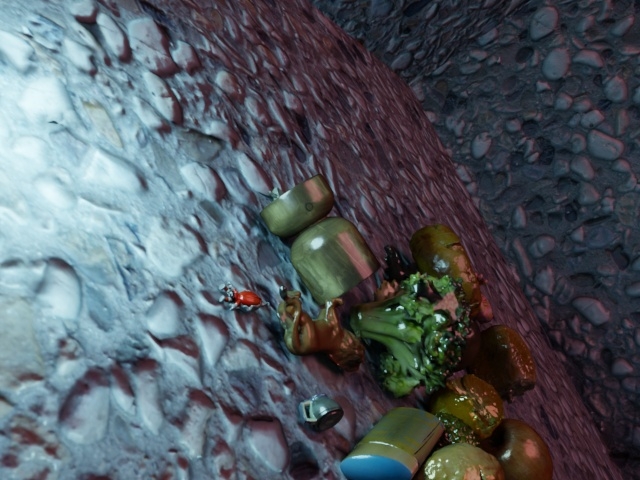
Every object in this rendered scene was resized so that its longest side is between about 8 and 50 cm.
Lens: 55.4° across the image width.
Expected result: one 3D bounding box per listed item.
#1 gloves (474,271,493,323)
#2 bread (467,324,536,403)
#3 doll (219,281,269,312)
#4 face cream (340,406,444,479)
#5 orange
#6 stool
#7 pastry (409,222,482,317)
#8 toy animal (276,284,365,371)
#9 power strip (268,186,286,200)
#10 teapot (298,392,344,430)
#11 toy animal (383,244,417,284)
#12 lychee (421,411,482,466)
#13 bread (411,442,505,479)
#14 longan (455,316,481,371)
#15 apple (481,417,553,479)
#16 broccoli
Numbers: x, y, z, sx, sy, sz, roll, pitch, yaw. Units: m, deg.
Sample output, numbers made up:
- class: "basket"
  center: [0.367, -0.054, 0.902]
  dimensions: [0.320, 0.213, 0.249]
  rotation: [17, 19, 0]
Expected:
- class: "gloves"
  center: [0.586, 0.217, 2.342]
  dimensions: [0.241, 0.126, 0.145]
  rotation: [48, 52, -27]
- class: "bread"
  center: [0.607, 0.428, 2.032]
  dimensions: [0.176, 0.195, 0.246]
  rotation: [26, 40, -39]
- class: "doll"
  center: [-0.148, 0.118, 1.188]
  dimensions: [0.114, 0.039, 0.057]
  rotation: [22, 12, -37]
- class: "face cream"
  center: [0.158, 0.429, 1.278]
  dimensions: [0.285, 0.139, 0.067]
  rotation: [-11, 104, -64]
- class: "orange"
  center: [0.375, 0.451, 1.612]
  dimensions: [0.179, 0.158, 0.237]
  rotation: [51, 21, 18]
- class: "stool"
  center: [0.000, 0.000, 1.436]
  dimensions: [0.264, 0.179, 0.179]
  rotation: [58, 24, 0]
- class: "pastry"
  center: [0.407, 0.109, 1.990]
  dimensions: [0.356, 0.164, 0.356]
  rotation: [-24, 90, -87]
- class: "toy animal"
  center: [0.001, 0.201, 1.304]
  dimensions: [0.312, 0.097, 0.157]
  rotation: [18, 51, -52]
- class: "power strip"
  center: [-0.057, -0.081, 1.609]
  dimensions: [0.253, 0.027, 0.060]
  rotation: [26, 40, -49]
- class: "teapot"
  center: [-0.003, 0.332, 1.184]
  dimensions: [0.088, 0.066, 0.057]
  rotation: [1, 36, -36]
- class: "toy animal"
  center: [0.262, 0.124, 1.850]
  dimensions: [0.245, 0.114, 0.146]
  rotation: [47, 23, -15]
- class: "lychee"
  center: [0.297, 0.484, 1.434]
  dimensions: [0.171, 0.171, 0.171]
  rotation: [42, 28, -29]
- class: "bread"
  center: [0.291, 0.533, 1.258]
  dimensions: [0.244, 0.244, 0.134]
  rotation: [36, -2, -39]
- class: "longan"
  center: [0.388, 0.297, 1.805]
  dimensions: [0.189, 0.189, 0.189]
  rotation: [42, 28, -29]
- class: "apple"
  center: [0.513, 0.593, 1.644]
  dimensions: [0.188, 0.211, 0.211]
  rotation: [46, 26, -18]
- class: "broccoli"
  center: [0.218, 0.196, 1.533]
  dimensions: [0.281, 0.293, 0.348]
  rotation: [1, 37, -17]
